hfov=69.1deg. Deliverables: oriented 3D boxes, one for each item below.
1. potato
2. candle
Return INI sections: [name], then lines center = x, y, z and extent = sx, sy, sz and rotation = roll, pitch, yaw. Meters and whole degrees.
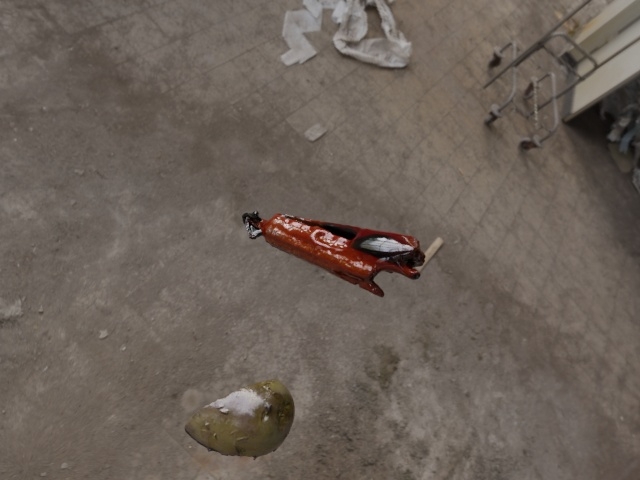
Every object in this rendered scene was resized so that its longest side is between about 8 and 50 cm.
[potato]
center = -0.111, 0.276, 0.717
extent = 0.172, 0.089, 0.101
rotation = -11, 53, -30
[candle]
center = 0.000, 0.000, 0.641
extent = 0.084, 0.301, 0.059
rotation = -60, 145, -17
